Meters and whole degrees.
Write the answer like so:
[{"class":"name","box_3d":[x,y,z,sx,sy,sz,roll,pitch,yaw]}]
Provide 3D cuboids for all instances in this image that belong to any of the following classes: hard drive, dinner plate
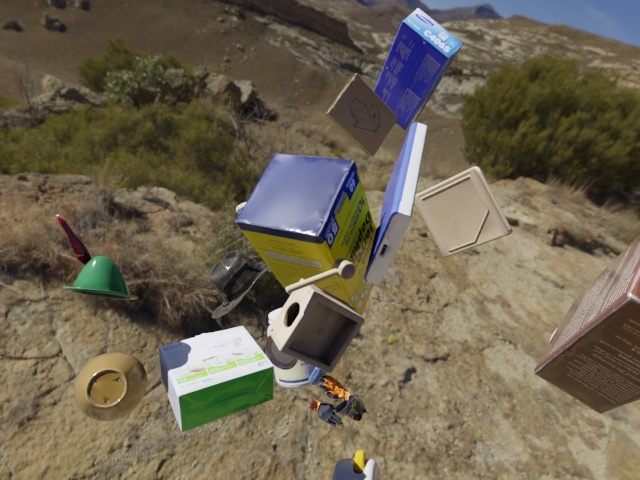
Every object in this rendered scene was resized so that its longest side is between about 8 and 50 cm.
[{"class":"hard drive","box_3d":[0.167,-0.088,0.929,0.040,0.210,0.318,18,47,3]},{"class":"dinner plate","box_3d":[-0.135,0.392,1.512,0.141,0.141,0.017,35,22,20]}]

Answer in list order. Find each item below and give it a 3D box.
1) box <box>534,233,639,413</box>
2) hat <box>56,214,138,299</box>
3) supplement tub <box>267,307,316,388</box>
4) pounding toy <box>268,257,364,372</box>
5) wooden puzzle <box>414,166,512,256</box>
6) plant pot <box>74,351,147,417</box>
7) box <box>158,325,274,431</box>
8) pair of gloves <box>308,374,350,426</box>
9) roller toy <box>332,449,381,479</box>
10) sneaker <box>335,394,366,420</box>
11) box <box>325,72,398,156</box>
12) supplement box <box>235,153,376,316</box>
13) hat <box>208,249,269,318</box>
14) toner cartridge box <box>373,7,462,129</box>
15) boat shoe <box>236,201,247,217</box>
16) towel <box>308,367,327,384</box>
[{"class":"box","box_3d":[0.494,0.128,0.667,0.143,0.381,0.191,33,70,22]},{"class":"hat","box_3d":[-0.569,0.052,1.122,0.173,0.183,0.208,2,-15,13]},{"class":"supplement tub","box_3d":[-0.112,0.478,1.929,0.235,0.324,0.235,-9,7,1]},{"class":"pounding toy","box_3d":[-0.010,0.119,0.819,0.181,0.206,0.094,31,2,-27]},{"class":"wooden puzzle","box_3d":[0.420,-0.081,1.273,0.044,0.239,0.221,-34,96,-46]},{"class":"plant pot","box_3d":[-0.703,0.486,1.413,0.237,0.254,0.237,7,71,-21]},{"class":"box","box_3d":[-0.298,0.373,1.203,0.262,0.126,0.231,-10,24,-31]},{"class":"pair of gloves","box_3d":[0.019,0.296,0.787,0.074,0.010,0.083,38,44,-12]},{"class":"roller toy","box_3d":[0.127,0.810,1.372,0.146,0.191,0.209,-8,46,16]},{"class":"sneaker","box_3d":[0.143,0.711,1.788,0.097,0.084,0.235,54,13,24]},{"class":"box","box_3d":[0.132,-0.383,1.303,0.201,0.164,0.021,38,-12,-23]},{"class":"supplement box","box_3d":[0.000,0.000,0.969,0.195,0.356,0.194,11,61,26]},{"class":"hat","box_3d":[-0.300,0.117,1.453,0.134,0.331,0.331,44,26,-11]},{"class":"toner cartridge box","box_3d":[0.276,-0.501,1.290,0.165,0.348,0.075,42,71,5]},{"class":"boat shoe","box_3d":[-0.161,-0.040,1.170,0.206,0.075,0.065,37,28,-63]},{"class":"towel","box_3d":[0.012,0.389,1.307,0.029,0.119,0.067,29,-5,28]}]
